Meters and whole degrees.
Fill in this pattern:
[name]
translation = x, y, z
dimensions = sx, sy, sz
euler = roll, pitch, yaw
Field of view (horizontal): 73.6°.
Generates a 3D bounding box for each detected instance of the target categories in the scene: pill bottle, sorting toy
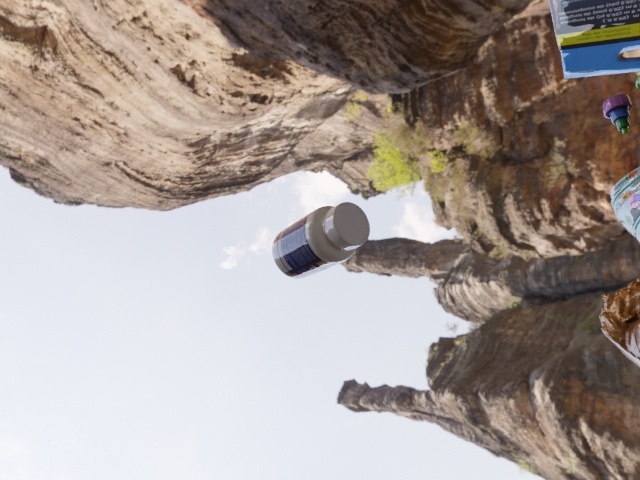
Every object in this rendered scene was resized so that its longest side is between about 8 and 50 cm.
[pill bottle]
translation = 0.000, 0.000, 0.491
dimensions = 0.067, 0.120, 0.066
euler = 14, -115, -32
[sorting toy]
translation = 0.879, -0.377, 1.033
dimensions = 0.127, 0.365, 0.126
euler = 7, -113, -24

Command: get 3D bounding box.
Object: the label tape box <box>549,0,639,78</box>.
[label tape box]
translation = 0.409, -0.342, 0.503
dimensions = 0.334, 0.241, 0.105
euler = 26, -104, -53

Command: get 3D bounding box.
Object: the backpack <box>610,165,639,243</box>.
[backpack]
translation = 0.443, -0.059, 0.487
dimensions = 0.152, 0.182, 0.115
euler = 24, -141, -31

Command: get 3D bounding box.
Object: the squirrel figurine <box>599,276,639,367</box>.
[squirrel figurine]
translation = 0.711, 0.107, 0.700
dimensions = 0.281, 0.397, 0.370
euler = 40, -82, -15
